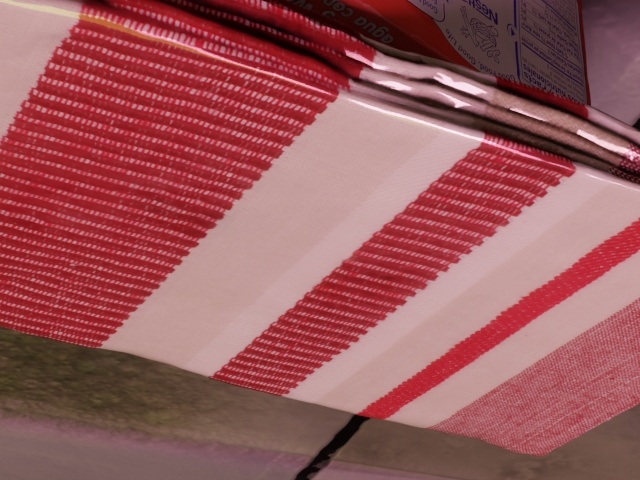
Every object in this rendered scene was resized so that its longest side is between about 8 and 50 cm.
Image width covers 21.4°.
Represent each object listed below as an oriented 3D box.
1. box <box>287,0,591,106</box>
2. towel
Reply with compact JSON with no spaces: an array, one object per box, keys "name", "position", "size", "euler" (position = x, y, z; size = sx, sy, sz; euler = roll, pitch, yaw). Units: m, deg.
[{"name":"box","position":[-0.029,-0.106,0.597],"size":[0.122,0.128,0.257],"euler":[-27,140,37]},{"name":"towel","position":[0.000,0.000,0.617],"size":[0.329,0.037,0.237],"euler":[16,150,-21]}]
